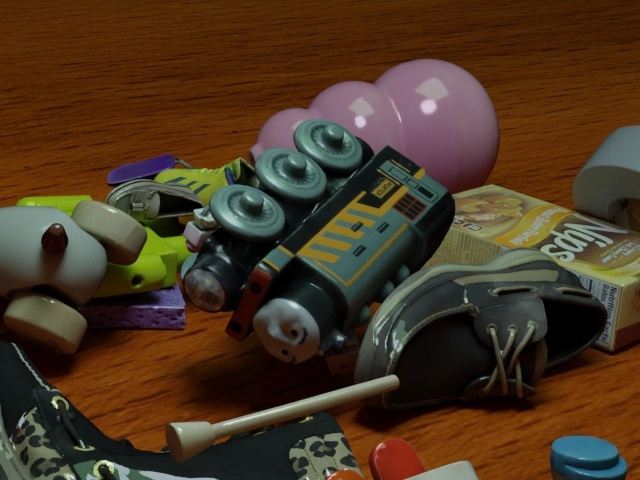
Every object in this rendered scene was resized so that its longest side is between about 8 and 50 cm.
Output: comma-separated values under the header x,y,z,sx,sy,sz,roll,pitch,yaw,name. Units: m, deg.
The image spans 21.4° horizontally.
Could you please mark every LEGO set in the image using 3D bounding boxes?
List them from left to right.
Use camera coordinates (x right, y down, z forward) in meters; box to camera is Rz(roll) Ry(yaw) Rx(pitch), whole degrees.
x,y,z,sx,sy,sz,roll,pitch,yaw,name
-0.026,0.067,1.823,0.132,0.107,0.287,-12,43,-39,LEGO set

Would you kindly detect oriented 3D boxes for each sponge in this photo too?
x,y,z,sx,sy,sz,roll,pitch,yaw,name
-0.223,0.048,1.915,0.117,0.031,0.210,-1,21,-12,sponge

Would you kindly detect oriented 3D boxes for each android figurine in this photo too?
x,y,z,sx,sy,sz,roll,pitch,yaw,name
-0.270,0.009,1.889,0.273,0.056,0.248,-4,22,-27,android figurine

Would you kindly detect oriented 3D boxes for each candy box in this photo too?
x,y,z,sx,sy,sz,roll,pitch,yaw,name
0.270,0.025,2.006,0.316,0.087,0.183,20,24,38,candy box

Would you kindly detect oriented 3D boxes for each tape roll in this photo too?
x,y,z,sx,sy,sz,roll,pitch,yaw,name
0.411,-0.035,2.018,0.219,0.219,0.072,21,61,39,tape roll

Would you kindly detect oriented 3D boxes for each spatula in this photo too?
x,y,z,sx,sy,sz,roll,pitch,yaw,name
-0.145,-0.096,2.344,0.296,0.030,0.084,2,17,-8,spatula

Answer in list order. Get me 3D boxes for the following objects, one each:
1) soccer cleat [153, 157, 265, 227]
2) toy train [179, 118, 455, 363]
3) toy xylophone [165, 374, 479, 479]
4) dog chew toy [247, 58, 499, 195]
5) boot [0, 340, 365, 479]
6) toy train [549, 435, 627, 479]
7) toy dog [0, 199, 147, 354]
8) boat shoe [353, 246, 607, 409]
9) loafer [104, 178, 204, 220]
x,y,z,sx,sy,sz,roll,pitch,yaw,name
-0.113,-0.055,2.096,0.093,0.121,0.289,-9,23,-34,soccer cleat
0.000,0.000,1.714,0.190,0.142,0.334,33,37,10,toy train
0.009,0.226,1.206,0.323,0.081,0.236,-6,64,-27,toy xylophone
0.066,-0.128,2.251,0.332,0.206,0.206,-10,23,-17,dog chew toy
-0.135,0.190,1.365,0.284,0.138,0.377,-4,25,-21,boot
0.289,0.232,1.336,0.248,0.143,0.105,4,20,-2,toy train
-0.348,-0.011,1.710,0.334,0.161,0.220,3,64,4,toy dog
0.175,0.093,1.730,0.130,0.132,0.355,22,29,35,boat shoe
-0.186,-0.044,1.928,0.125,0.045,0.039,-6,29,-46,loafer
